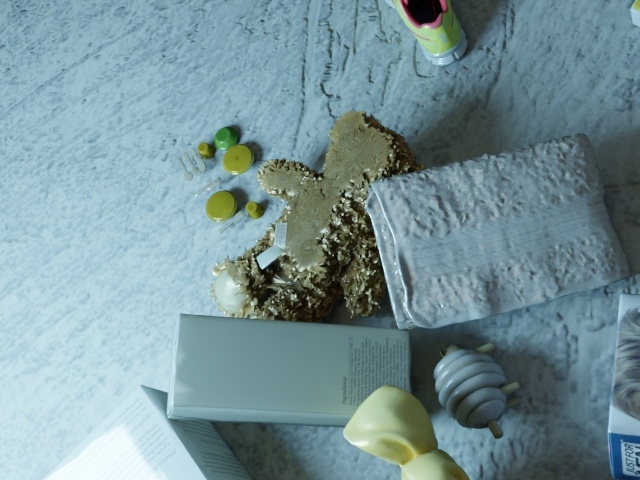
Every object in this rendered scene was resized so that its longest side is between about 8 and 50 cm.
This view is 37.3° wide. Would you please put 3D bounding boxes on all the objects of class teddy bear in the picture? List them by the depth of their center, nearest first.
[{"bbox_3d":[0.000,0.000,1.220,0.245,0.113,0.338,25,91,33],"label":"teddy bear"}]

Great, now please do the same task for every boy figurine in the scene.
[{"bbox_3d":[0.130,0.287,1.007,0.092,0.177,0.285,-36,85,4],"label":"boy figurine"}]

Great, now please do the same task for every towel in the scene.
[{"bbox_3d":[0.203,-0.010,1.104,0.282,0.049,0.187,-15,84,-2],"label":"towel"}]

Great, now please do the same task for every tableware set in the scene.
[{"bbox_3d":[-0.130,-0.087,1.334,0.104,0.024,0.154,-35,63,4],"label":"tableware set"}]

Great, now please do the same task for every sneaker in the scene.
[{"bbox_3d":[0.130,-0.337,1.276,0.081,0.094,0.208,-34,63,9],"label":"sneaker"}]

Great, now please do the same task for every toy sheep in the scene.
[{"bbox_3d":[0.178,0.171,1.094,0.091,0.091,0.132,-36,45,7],"label":"toy sheep"}]

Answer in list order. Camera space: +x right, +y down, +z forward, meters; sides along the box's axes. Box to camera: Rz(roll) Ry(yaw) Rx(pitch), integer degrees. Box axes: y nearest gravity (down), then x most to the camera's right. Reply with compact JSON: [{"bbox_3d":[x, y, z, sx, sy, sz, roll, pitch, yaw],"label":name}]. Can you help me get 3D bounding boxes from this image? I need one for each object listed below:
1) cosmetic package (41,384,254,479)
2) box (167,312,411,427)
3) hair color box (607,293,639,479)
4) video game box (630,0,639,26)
[{"bbox_3d":[-0.149,0.373,1.112,0.197,0.155,0.365,-43,64,4],"label":"cosmetic package"},{"bbox_3d":[-0.037,0.156,1.105,0.275,0.094,0.113,6,71,-10],"label":"box"},{"bbox_3d":[0.473,0.158,0.945,0.347,0.105,0.174,1,51,22],"label":"hair color box"},{"bbox_3d":[0.513,-0.318,1.148,0.187,0.048,0.205,33,86,25],"label":"video game box"}]
